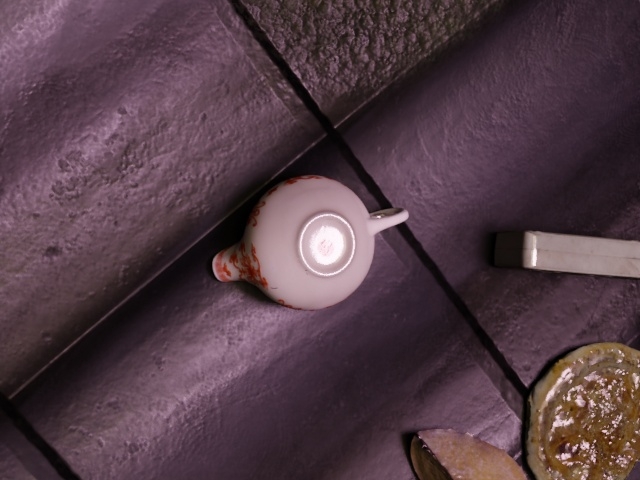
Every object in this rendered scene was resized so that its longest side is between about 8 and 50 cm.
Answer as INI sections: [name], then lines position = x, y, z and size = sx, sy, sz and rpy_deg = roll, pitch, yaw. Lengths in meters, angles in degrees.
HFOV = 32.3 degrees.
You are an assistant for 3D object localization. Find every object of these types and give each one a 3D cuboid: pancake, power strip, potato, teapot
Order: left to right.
[teapot]
position = 0.000, 0.000, 1.313
size = 0.246, 0.116, 0.159
rpy_deg = -11, 84, -26
[potato]
position = 0.188, 0.309, 1.409
size = 0.172, 0.089, 0.101
rpy_deg = 45, 52, 16
[power strip]
position = 0.372, 0.022, 1.450
size = 0.288, 0.093, 0.053
rpy_deg = 5, 86, -20
[pancake]
position = 0.383, 0.253, 1.491
size = 0.254, 0.037, 0.253
rpy_deg = -1, 93, -21
